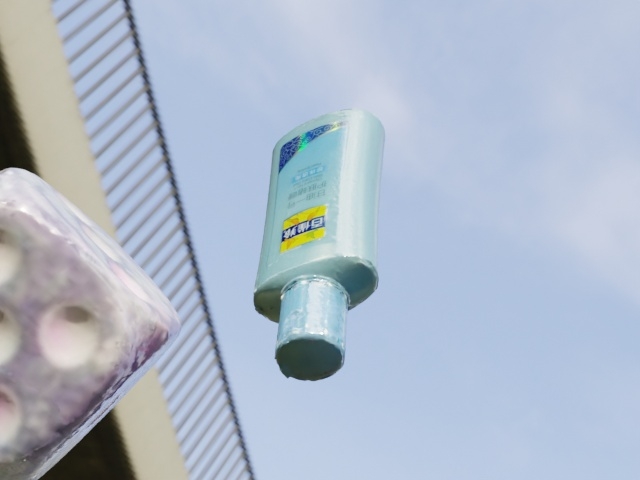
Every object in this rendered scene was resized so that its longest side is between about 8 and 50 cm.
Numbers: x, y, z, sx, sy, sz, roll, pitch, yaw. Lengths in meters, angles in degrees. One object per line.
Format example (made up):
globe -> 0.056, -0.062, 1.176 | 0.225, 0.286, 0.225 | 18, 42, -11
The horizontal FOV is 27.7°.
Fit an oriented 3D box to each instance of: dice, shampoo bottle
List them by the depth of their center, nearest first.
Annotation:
shampoo bottle -> 0.000, 0.000, 1.020 | 0.104, 0.258, 0.061 | -21, -52, 21
dice -> -0.338, 0.098, 1.457 | 0.271, 0.270, 0.270 | 45, -90, 1
